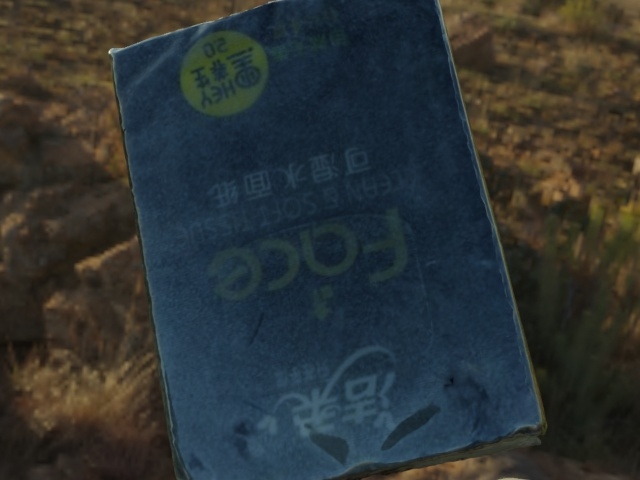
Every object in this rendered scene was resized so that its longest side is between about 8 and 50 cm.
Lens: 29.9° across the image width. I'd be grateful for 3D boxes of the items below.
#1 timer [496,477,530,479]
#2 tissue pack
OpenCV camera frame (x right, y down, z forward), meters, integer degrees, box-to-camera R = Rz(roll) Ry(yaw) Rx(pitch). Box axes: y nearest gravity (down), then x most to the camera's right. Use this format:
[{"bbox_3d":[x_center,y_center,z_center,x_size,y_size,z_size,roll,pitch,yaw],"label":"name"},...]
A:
[{"bbox_3d":[0.084,0.164,0.344,0.078,0.178,0.253,40,-18,-14],"label":"timer"},{"bbox_3d":[0.000,0.000,0.640,0.185,0.257,0.081,-14,-17,8],"label":"tissue pack"}]
